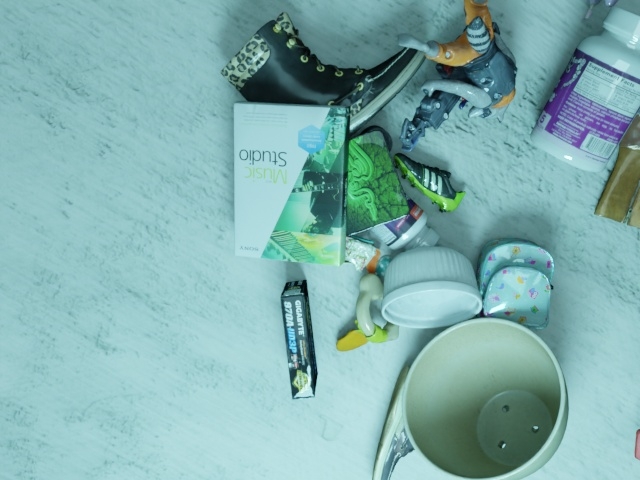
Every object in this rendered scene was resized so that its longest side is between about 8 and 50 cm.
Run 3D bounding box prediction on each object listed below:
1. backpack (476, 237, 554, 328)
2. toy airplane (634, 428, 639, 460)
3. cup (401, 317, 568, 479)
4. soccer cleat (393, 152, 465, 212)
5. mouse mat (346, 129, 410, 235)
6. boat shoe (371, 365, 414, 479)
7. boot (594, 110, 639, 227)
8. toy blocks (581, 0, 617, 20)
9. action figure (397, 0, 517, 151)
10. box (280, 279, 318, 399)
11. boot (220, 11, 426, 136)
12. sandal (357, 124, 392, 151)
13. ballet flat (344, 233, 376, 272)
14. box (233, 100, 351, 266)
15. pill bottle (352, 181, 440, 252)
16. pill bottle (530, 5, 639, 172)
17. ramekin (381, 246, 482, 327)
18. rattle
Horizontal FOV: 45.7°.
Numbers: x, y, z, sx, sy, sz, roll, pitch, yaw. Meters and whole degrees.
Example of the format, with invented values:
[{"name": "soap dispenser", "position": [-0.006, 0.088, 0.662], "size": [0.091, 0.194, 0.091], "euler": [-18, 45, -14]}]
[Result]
[{"name": "backpack", "position": [0.410, 0.089, 1.610], "size": [0.166, 0.144, 0.188], "euler": [5, 94, 5]}, {"name": "toy airplane", "position": [0.905, 0.454, 1.575], "size": [0.384, 0.272, 0.386], "euler": [-39, 94, 4]}, {"name": "cup", "position": [0.365, 0.356, 1.567], "size": [0.331, 0.331, 0.237], "euler": [-42, 138, 4]}, {"name": "soccer cleat", "position": [0.233, -0.135, 1.633], "size": [0.179, 0.060, 0.072], "euler": [41, 85, -10]}, {"name": "mouse mat", "position": [0.084, -0.115, 1.547], "size": [0.153, 0.007, 0.189], "euler": [-20, 100, 12]}, {"name": "boat shoe", "position": [0.183, 0.421, 1.668], "size": [0.092, 0.103, 0.285], "euler": [16, 90, 4]}, {"name": "boot", "position": [0.744, -0.150, 1.603], "size": [0.264, 0.096, 0.280], "euler": [12, 97, -1]}, {"name": "toy blocks", "position": [0.623, -0.571, 1.468], "size": [0.309, 0.288, 0.260], "euler": [19, 92, -4]}, {"name": "action figure", "position": [0.282, -0.323, 1.494], "size": [0.179, 0.330, 0.341], "euler": [27, 83, 40]}, {"name": "box", "position": [-0.044, 0.205, 1.608], "size": [0.051, 0.175, 0.220], "euler": [-6, 95, 2]}, {"name": "boot", "position": [0.006, -0.353, 1.573], "size": [0.377, 0.138, 0.284], "euler": [-41, 94, 11]}, {"name": "sandal", "position": [0.044, -0.148, 1.633], "size": [0.254, 0.054, 0.097], "euler": [-36, 115, 1]}, {"name": "ballet flat", "position": [0.000, 0.000, 1.619], "size": [0.241, 0.091, 0.077], "euler": [22, 95, 11]}, {"name": "box", "position": [-0.060, -0.115, 1.536], "size": [0.232, 0.058, 0.321], "euler": [5, 106, 16]}, {"name": "pill bottle", "position": [0.157, -0.048, 1.613], "size": [0.193, 0.108, 0.108], "euler": [44, 95, -4]}, {"name": "pill bottle", "position": [0.561, -0.301, 1.518], "size": [0.169, 0.169, 0.301], "euler": [24, 111, -2]}, {"name": "ramekin", "position": [0.228, 0.096, 1.583], "size": [0.207, 0.207, 0.109], "euler": [-1, 63, 1]}, {"name": "rattle", "position": [0.095, 0.132, 1.673], "size": [0.130, 0.143, 0.199], "euler": [-8, 79, -30]}]
